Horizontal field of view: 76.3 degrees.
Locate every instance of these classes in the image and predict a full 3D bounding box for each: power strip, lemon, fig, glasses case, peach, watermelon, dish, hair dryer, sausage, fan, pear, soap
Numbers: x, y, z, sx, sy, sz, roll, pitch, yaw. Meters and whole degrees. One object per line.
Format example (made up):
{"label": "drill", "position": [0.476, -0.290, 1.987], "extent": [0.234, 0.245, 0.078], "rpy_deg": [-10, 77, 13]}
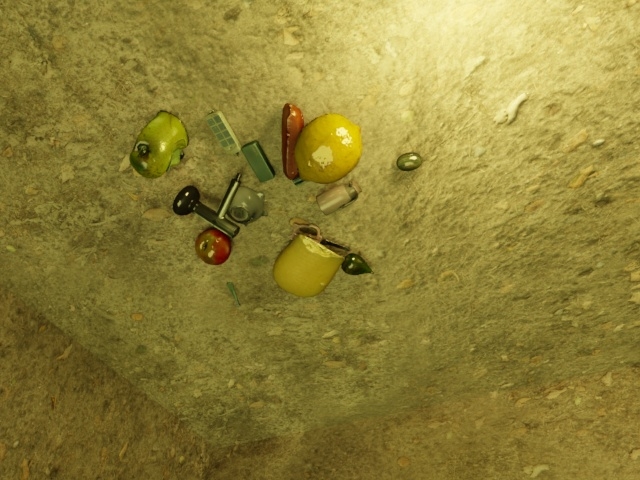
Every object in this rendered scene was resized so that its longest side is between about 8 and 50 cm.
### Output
{"label": "power strip", "position": [-0.417, -0.459, 1.776], "extent": [0.080, 0.029, 0.227], "rpy_deg": [-17, 123, 20]}
{"label": "lemon", "position": [0.026, -0.361, 1.630], "extent": [0.310, 0.258, 0.258], "rpy_deg": [-44, 112, 10]}
{"label": "fig", "position": [0.193, 0.131, 2.090], "extent": [0.177, 0.117, 0.117], "rpy_deg": [18, 129, -22]}
{"label": "glasses case", "position": [-0.277, -0.352, 1.829], "extent": [0.077, 0.039, 0.184], "rpy_deg": [-16, 123, 20]}
{"label": "peach", "position": [-0.551, 0.033, 2.120], "extent": [0.190, 0.192, 0.190], "rpy_deg": [0, 89, 13]}
{"label": "watermelon", "position": [0.376, -0.333, 1.720], "extent": [0.110, 0.078, 0.078], "rpy_deg": [-7, 126, 12]}
{"label": "dish", "position": [-0.371, -0.145, 1.973], "extent": [0.228, 0.086, 0.236], "rpy_deg": [32, 126, -15]}
{"label": "hair dryer", "position": [-0.490, -0.198, 1.920], "extent": [0.320, 0.156, 0.284], "rpy_deg": [22, 87, 9]}
{"label": "sausage", "position": [-0.118, -0.413, 1.724], "extent": [0.102, 0.102, 0.330], "rpy_deg": [7, 128, 4]}
{"label": "fan", "position": [-0.505, 0.319, 2.392], "extent": [0.038, 0.016, 0.193], "rpy_deg": [-7, 125, 12]}
{"label": "pear", "position": [-0.687, -0.394, 1.731], "extent": [0.164, 0.255, 0.238], "rpy_deg": [27, 121, -10]}
{"label": "soap", "position": [-0.076, 0.144, 2.127], "extent": [0.306, 0.115, 0.427], "rpy_deg": [27, 129, -13]}

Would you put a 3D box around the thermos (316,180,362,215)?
{"label": "thermos", "position": [0.095, -0.197, 1.864], "extent": [0.193, 0.105, 0.137], "rpy_deg": [-28, 144, 19]}

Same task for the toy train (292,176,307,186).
{"label": "toy train", "position": [-0.008, -0.309, 1.811], "extent": [0.251, 0.055, 0.048], "rpy_deg": [-21, 121, 23]}

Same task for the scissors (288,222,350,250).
{"label": "scissors", "position": [0.000, 0.000, 2.065], "extent": [0.317, 0.024, 0.160], "rpy_deg": [19, 126, -5]}
